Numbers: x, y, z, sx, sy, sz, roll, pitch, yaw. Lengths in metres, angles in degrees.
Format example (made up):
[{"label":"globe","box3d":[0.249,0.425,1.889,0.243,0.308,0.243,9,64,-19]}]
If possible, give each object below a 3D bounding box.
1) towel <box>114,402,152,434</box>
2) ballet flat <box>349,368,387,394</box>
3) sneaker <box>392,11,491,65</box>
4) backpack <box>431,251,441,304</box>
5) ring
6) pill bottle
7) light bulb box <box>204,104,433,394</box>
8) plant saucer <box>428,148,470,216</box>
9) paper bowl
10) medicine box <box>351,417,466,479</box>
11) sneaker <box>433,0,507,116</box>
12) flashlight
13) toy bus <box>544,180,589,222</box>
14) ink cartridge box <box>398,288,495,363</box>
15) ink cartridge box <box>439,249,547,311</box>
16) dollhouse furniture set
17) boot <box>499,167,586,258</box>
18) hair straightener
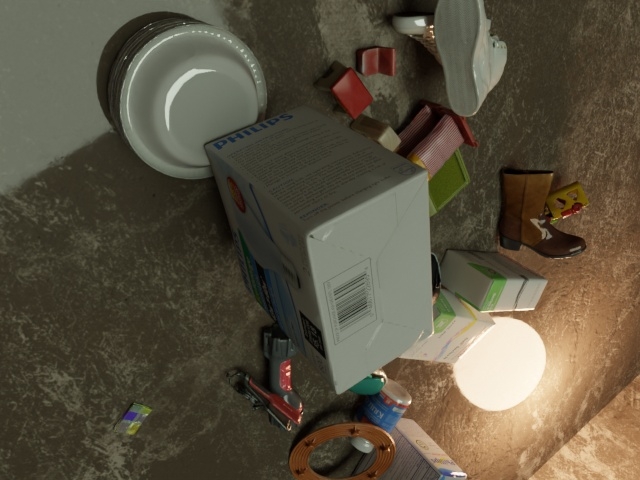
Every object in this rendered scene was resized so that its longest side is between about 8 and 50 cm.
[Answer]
[{"label":"towel","box3d":[-0.450,0.430,1.364,0.083,0.009,0.060,-52,131,1]},{"label":"ballet flat","box3d":[0.116,0.347,1.617,0.139,0.139,0.400,-42,155,-8]},{"label":"sneaker","box3d":[0.281,-0.459,1.308,0.290,0.106,0.123,-8,117,-33]},{"label":"backpack","box3d":[0.208,0.132,1.530,0.253,0.191,0.225,-38,131,-26]},{"label":"ring","box3d":[0.071,0.686,1.770,0.336,0.032,0.337,-3,124,-5]},{"label":"pill bottle","box3d":[0.182,0.558,1.803,0.124,0.124,0.222,21,104,-41]},{"label":"light bulb box","box3d":[0.000,0.000,1.016,0.225,0.361,0.358,-27,130,-21]},{"label":"plant saucer","box3d":[0.330,-0.169,1.549,0.188,0.045,0.188,-42,131,-8]},{"label":"paper bowl","box3d":[-0.229,-0.250,1.042,0.284,0.148,0.284,-17,124,-28]},{"label":"medicine box","box3d":[0.288,0.788,1.900,0.149,0.289,0.264,21,102,-41]},{"label":"sneaker","box3d":[0.333,-0.442,1.240,0.169,0.108,0.293,-47,138,-36]},{"label":"flashlight","box3d":[-0.091,0.365,1.521,0.103,0.103,0.304,-29,131,-47]},{"label":"toy bus","box3d":[0.760,-0.116,1.841,0.202,0.191,0.104,-18,81,-27]},{"label":"ink cartridge box","box3d":[0.393,0.270,1.761,0.353,0.119,0.207,14,124,-40]},{"label":"ink cartridge box","box3d":[0.527,0.122,1.750,0.272,0.198,0.115,4,113,-36]},{"label":"dollhouse furniture set","box3d":[0.186,-0.288,1.307,0.201,0.152,0.374,-48,132,-2]},{"label":"boot","box3d":[0.681,-0.092,1.724,0.096,0.264,0.281,-46,140,-43]},{"label":"hair straightener","box3d":[-0.161,0.422,1.479,0.230,0.047,0.089,40,117,-14]}]
